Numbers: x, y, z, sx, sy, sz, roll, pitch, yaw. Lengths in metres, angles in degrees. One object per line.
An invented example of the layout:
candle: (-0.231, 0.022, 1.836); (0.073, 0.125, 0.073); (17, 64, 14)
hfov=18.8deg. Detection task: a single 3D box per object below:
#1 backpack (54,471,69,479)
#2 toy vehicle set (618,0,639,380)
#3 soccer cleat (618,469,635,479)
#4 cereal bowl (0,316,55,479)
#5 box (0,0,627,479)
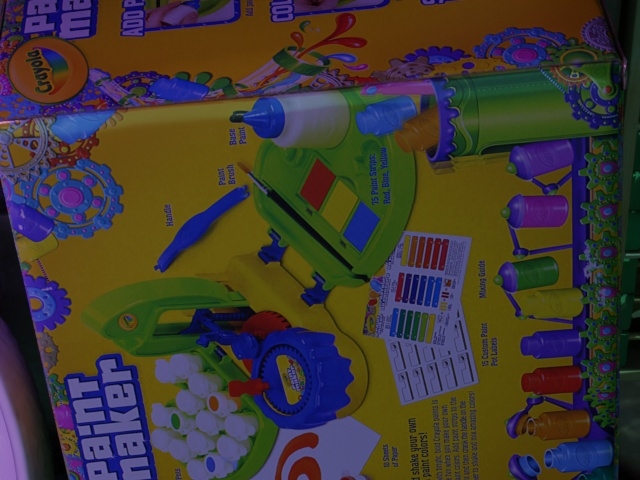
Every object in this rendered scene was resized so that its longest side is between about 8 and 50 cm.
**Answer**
backpack: (-0.129, 0.246, 1.117); (0.253, 0.225, 0.191); (-10, 155, 11)
toy vehicle set: (0.239, -0.037, 1.049); (0.166, 0.035, 0.267); (-2, 127, -2)
soccer cleat: (0.149, 0.144, 1.164); (0.179, 0.060, 0.072); (19, 122, -14)
cereal bowl: (-0.298, 0.125, 1.024); (0.339, 0.141, 0.339); (1, 94, 7)
box: (0.000, 0.000, 0.972); (0.279, 0.177, 0.290); (-5, 127, 0)
